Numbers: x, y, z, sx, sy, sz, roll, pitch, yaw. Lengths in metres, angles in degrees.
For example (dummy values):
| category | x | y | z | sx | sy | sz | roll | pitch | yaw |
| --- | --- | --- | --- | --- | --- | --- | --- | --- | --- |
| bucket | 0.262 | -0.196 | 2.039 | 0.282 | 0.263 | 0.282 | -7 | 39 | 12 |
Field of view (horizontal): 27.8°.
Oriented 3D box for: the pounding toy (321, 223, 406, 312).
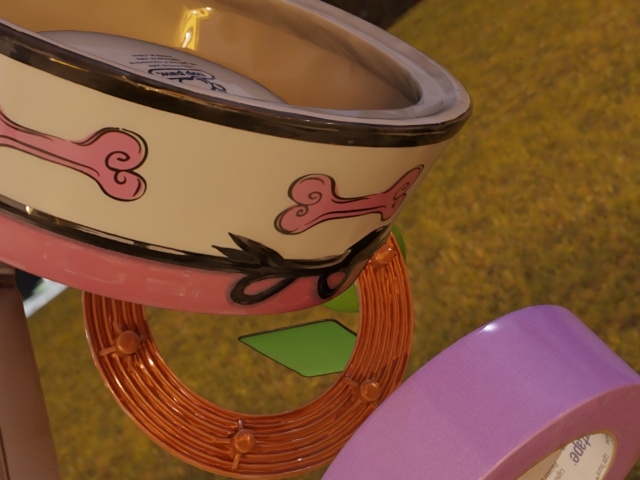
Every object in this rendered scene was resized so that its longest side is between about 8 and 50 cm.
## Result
| category | x | y | z | sx | sy | sz | roll | pitch | yaw |
| --- | --- | --- | --- | --- | --- | --- | --- | --- | --- |
| pounding toy | 0.026 | -0.002 | 2.066 | 0.183 | 0.237 | 0.110 | -37 | -13 | 0 |

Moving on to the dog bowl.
| category | x | y | z | sx | sy | sz | roll | pitch | yaw |
| --- | --- | --- | --- | --- | --- | --- | --- | --- | --- |
| dog bowl | -0.112 | -0.091 | 0.882 | 0.408 | 0.407 | 0.150 | -72 | 1 | -71 |

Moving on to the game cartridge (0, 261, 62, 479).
| category | x | y | z | sx | sy | sz | roll | pitch | yaw |
| --- | --- | --- | --- | --- | --- | --- | --- | --- | --- |
| game cartridge | -0.284 | 0.161 | 0.827 | 0.230 | 0.355 | 0.068 | -6 | -37 | -21 |

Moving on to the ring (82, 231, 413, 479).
| category | x | y | z | sx | sy | sz | roll | pitch | yaw |
| --- | --- | --- | --- | --- | --- | --- | --- | --- | --- |
| ring | -0.058 | 0.056 | 1.224 | 0.336 | 0.337 | 0.032 | -42 | 3 | -27 |

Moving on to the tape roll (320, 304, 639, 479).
| category | x | y | z | sx | sy | sz | roll | pitch | yaw |
| --- | --- | --- | --- | --- | --- | --- | --- | --- | --- |
| tape roll | 0.119 | 0.178 | 0.952 | 0.274 | 0.090 | 0.275 | -31 | -33 | -23 |

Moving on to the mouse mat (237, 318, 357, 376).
| category | x | y | z | sx | sy | sz | roll | pitch | yaw |
| --- | --- | --- | --- | --- | --- | --- | --- | --- | --- |
| mouse mat | -0.003 | 0.148 | 1.756 | 0.152 | 0.189 | 0.007 | -13 | 63 | 27 |

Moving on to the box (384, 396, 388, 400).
| category | x | y | z | sx | sy | sz | roll | pitch | yaw |
| --- | --- | --- | --- | --- | --- | --- | --- | --- | --- |
| box | 0.143 | 0.306 | 1.266 | 0.126 | 0.231 | 0.262 | -28 | 47 | 16 |
